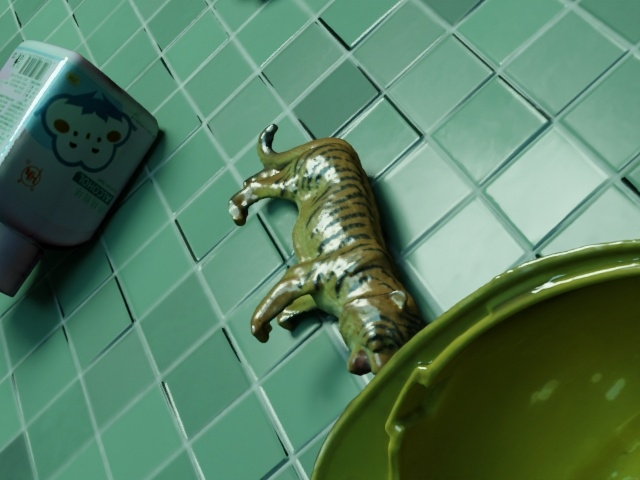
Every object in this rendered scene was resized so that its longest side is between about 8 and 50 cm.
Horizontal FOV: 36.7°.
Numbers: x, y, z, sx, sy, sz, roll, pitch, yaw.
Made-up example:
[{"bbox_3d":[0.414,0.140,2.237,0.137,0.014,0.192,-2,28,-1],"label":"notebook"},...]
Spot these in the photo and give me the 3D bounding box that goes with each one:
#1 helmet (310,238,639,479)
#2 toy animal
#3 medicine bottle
[{"bbox_3d":[0.136,0.100,0.378,0.257,0.140,0.205,-30,79,36],"label":"helmet"},{"bbox_3d":[0.000,0.000,0.616,0.099,0.057,0.241,-26,47,15],"label":"toy animal"},{"bbox_3d":[-0.232,-0.053,0.783,0.094,0.119,0.188,22,77,41],"label":"medicine bottle"}]
